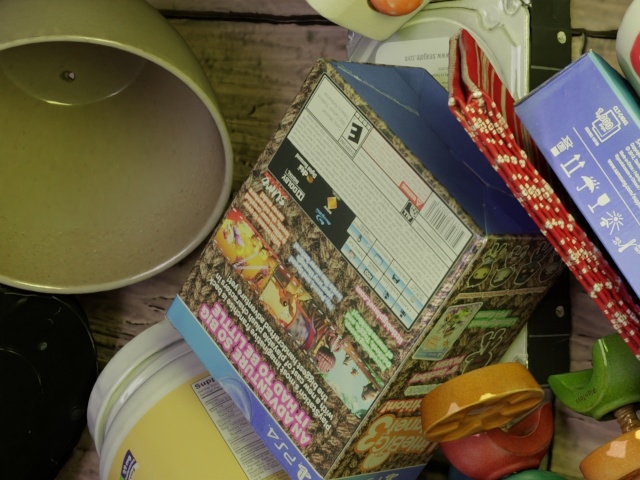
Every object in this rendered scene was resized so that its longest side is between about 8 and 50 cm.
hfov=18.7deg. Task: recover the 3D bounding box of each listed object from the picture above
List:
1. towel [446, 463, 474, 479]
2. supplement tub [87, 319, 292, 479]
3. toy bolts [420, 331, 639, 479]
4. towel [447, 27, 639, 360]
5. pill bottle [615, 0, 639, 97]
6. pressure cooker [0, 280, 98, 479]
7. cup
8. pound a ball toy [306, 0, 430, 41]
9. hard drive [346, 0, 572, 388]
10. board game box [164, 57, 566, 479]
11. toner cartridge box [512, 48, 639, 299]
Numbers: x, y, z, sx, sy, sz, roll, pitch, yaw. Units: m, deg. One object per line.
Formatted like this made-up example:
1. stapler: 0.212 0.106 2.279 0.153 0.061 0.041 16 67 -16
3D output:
1. towel: 0.136 0.238 1.724 0.067 0.029 0.119 23 108 47
2. supplement tub: -0.060 0.242 1.780 0.331 0.241 0.241 53 127 42
3. toy bolts: 0.178 0.196 1.558 0.228 0.218 0.158 -51 53 55
4. towel: 0.186 -0.031 1.469 0.031 0.199 0.275 -35 104 14
5. pill bottle: 0.356 -0.062 1.355 0.176 0.176 0.319 -52 53 35
6. pressure cooker: -0.498 0.109 2.200 0.420 0.375 0.370 36 117 39
7. cup: -0.259 -0.145 2.002 0.331 0.331 0.237 -54 27 34
8. pound a ball toy: 0.064 -0.286 1.616 0.319 0.208 0.136 -40 58 25
9. hard drive: 0.117 -0.043 1.721 0.237 0.064 0.339 2 92 50
10. board game box: 0.040 0.032 1.635 0.232 0.141 0.291 50 121 30
11. toner cartridge box: 0.280 0.032 1.406 0.075 0.165 0.348 -37 71 15
